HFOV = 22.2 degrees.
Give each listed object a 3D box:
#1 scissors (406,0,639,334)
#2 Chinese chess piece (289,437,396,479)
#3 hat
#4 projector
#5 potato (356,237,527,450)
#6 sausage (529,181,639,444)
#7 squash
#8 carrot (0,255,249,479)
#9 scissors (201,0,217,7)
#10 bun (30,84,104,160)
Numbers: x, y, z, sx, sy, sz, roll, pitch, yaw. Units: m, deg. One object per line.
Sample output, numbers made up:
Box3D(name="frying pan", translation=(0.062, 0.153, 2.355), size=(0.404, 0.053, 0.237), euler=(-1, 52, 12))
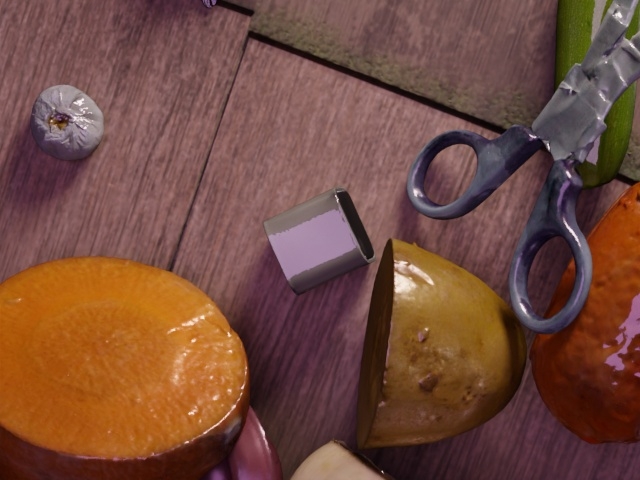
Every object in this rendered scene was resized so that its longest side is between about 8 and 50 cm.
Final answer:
Box3D(name="scissors", translation=(0.239, -0.126, 1.518), size=(0.256, 0.029, 0.383), euler=(47, 115, 38))
Box3D(name="Chinese chess piece", translation=(0.080, 0.294, 1.544), size=(0.257, 0.257, 0.104), euler=(36, 85, 7))
Box3D(name="hat", translation=(-0.092, 0.246, 1.642), size=(0.205, 0.089, 0.205), euler=(5, 96, 54))
Box3D(name="projector", translation=(0.000, 0.000, 1.630), size=(0.082, 0.083, 0.083), euler=(-25, 88, 10))
Box3D(name="potato", translation=(0.122, 0.107, 1.582), size=(0.158, 0.178, 0.203), euler=(5, 72, -7))
Box3D(name="sausage", translation=(0.302, 0.067, 1.543), size=(0.141, 0.153, 0.268), euler=(35, 99, 35))
Box3D(name="squash", translation=(0.268, -0.193, 1.573), size=(0.082, 0.082, 0.292), euler=(4, 95, 10))
Box3D(name="carrot", translation=(-0.210, 0.140, 1.602), size=(0.307, 0.100, 0.258), euler=(20, 54, 24))
Box3D(name="scissors", translation=(-0.135, -0.291, 1.674), size=(0.039, 0.012, 0.113), euler=(-27, 88, 11))
Box3D(name="bun", translation=(-0.265, -0.122, 1.691), size=(0.083, 0.045, 0.083), euler=(0, 89, 8))
